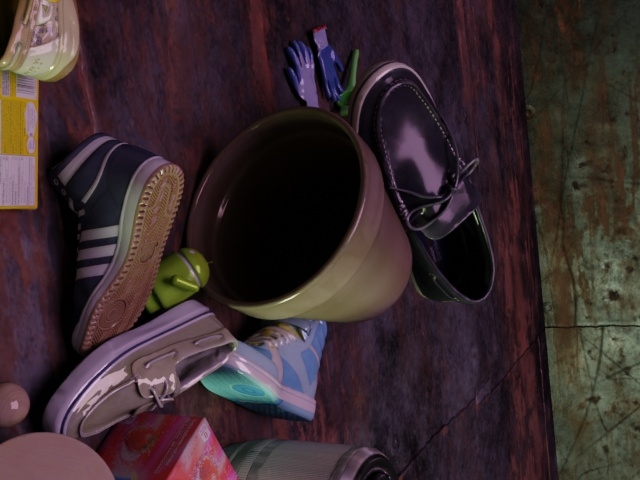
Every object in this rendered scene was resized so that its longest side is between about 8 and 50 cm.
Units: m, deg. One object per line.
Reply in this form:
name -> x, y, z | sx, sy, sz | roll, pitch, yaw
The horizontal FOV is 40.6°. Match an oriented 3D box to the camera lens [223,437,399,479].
camera lens -> -0.023, 0.424, 1.344 | 0.219, 0.274, 0.220 | 9, 80, -60

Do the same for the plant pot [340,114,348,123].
plant pot -> 0.035, -0.125, 1.576 | 0.254, 0.237, 0.237 | -3, 90, -49

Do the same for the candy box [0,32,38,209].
candy box -> -0.372, -0.138, 1.004 | 0.105, 0.027, 0.206 | -4, 96, -63

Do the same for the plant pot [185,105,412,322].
plant pot -> 0.000, 0.000, 1.354 | 0.280, 0.323, 0.323 | 37, 56, -48

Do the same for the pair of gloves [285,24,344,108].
pair of gloves -> -0.008, -0.329, 1.691 | 0.198, 0.023, 0.159 | -49, 131, -50

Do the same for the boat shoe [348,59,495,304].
boat shoe -> 0.190, -0.083, 1.485 | 0.186, 0.156, 0.500 | -37, 126, -20

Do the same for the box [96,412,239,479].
box -> -0.240, 0.381, 1.099 | 0.300, 0.142, 0.154 | -59, 137, -45

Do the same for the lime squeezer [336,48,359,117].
lime squeezer -> 0.071, -0.257, 1.790 | 0.110, 0.058, 0.311 | 6, 82, -60

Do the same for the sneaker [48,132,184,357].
sneaker -> -0.288, -0.001, 1.115 | 0.099, 0.153, 0.282 | -7, 124, -63

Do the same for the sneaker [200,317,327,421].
sneaker -> -0.088, 0.164, 1.411 | 0.319, 0.127, 0.208 | 51, 46, -60

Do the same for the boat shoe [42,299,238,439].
boat shoe -> -0.226, 0.173, 1.139 | 0.302, 0.094, 0.109 | -36, 149, -46

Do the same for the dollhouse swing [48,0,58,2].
dollhouse swing -> -0.298, -0.467, 0.808 | 0.346, 0.315, 0.305 | 16, 40, -38

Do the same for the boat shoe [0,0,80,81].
boat shoe -> -0.338, -0.324, 0.970 | 0.089, 0.104, 0.285 | -2, 78, -59

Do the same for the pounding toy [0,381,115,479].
pounding toy -> -0.349, 0.300, 0.984 | 0.237, 0.110, 0.183 | 51, 50, -4

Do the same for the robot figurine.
robot figurine -> -0.209, 0.055, 1.233 | 0.115, 0.101, 0.067 | -32, 118, -17
